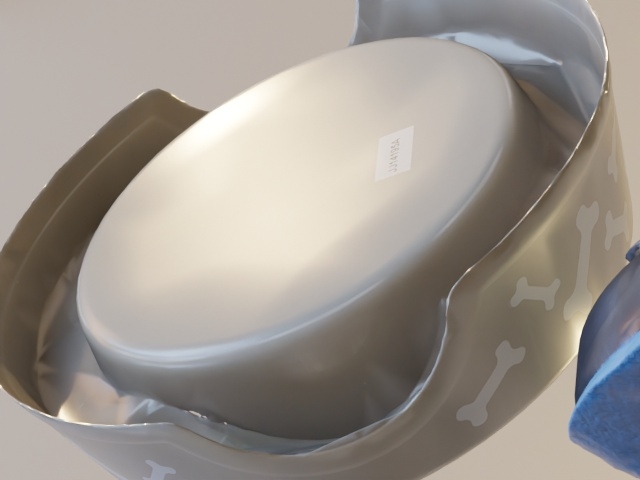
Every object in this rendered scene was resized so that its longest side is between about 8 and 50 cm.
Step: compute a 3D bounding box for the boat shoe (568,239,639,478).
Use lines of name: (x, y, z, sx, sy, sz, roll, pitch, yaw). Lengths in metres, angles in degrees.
boat shoe: (0.131, -0.020, 0.403, 0.109, 0.258, 0.089, 30, -122, -14)

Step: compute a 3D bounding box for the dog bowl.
dog bowl: (0.000, 0.000, 0.881, 0.349, 0.349, 0.102, -33, -58, -2)
